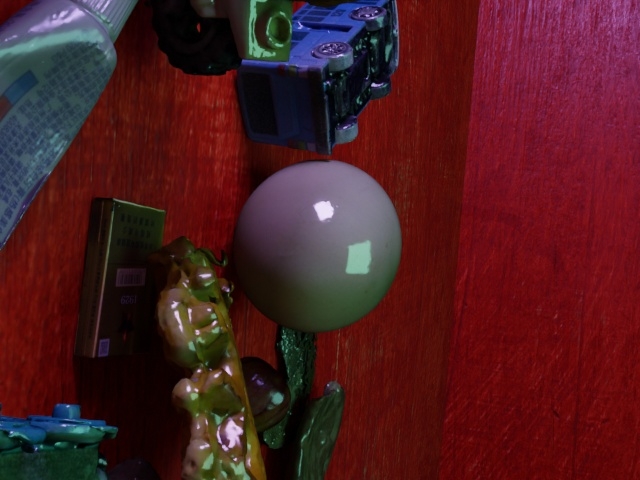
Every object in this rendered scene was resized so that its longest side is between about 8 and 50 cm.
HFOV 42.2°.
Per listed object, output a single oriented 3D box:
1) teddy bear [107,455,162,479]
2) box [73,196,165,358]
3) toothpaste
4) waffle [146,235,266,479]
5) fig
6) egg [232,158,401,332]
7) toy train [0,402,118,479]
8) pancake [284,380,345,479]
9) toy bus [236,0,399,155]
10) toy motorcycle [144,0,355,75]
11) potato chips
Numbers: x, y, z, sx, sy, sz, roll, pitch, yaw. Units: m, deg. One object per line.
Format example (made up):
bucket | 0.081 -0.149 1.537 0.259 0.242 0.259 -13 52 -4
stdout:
teddy bear | -0.161 0.295 0.668 0.140 0.177 0.190 -23 129 -17
box | -0.171 0.033 0.716 0.090 0.023 0.133 9 87 -70
toothpaste | -0.202 -0.082 0.549 0.099 0.068 0.282 43 59 -30
waffle | -0.089 0.144 0.720 0.325 0.068 0.302 177 -98 -83
fig | -0.095 0.190 0.927 0.125 0.089 0.089 -37 136 -29
egg | 0.000 0.000 0.951 0.253 0.189 0.188 -60 150 -63
toy train | -0.203 0.138 0.449 0.198 0.154 0.107 36 58 -70
pancake | -0.012 0.311 1.209 0.236 0.042 0.222 -55 156 -63
toy bus | 0.004 -0.209 0.987 0.234 0.134 0.116 -55 146 -46
toy motorcycle | -0.055 -0.333 0.636 0.169 0.237 0.410 -9 106 -43
potato chips | -0.039 0.183 1.140 0.202 0.029 0.220 77 24 -49
